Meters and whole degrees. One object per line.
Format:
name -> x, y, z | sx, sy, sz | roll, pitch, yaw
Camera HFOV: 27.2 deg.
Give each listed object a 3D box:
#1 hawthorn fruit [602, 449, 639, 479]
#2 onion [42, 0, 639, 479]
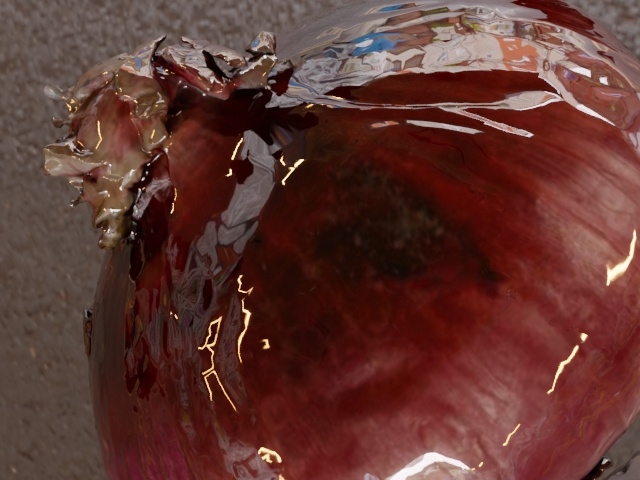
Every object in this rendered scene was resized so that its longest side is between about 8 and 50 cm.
hawthorn fruit -> 0.339, 0.289, 1.146 | 0.215, 0.215, 0.250 | -27, 94, -14
onion -> 0.000, 0.000, 0.634 | 0.285, 0.347, 0.348 | 36, 60, -24
